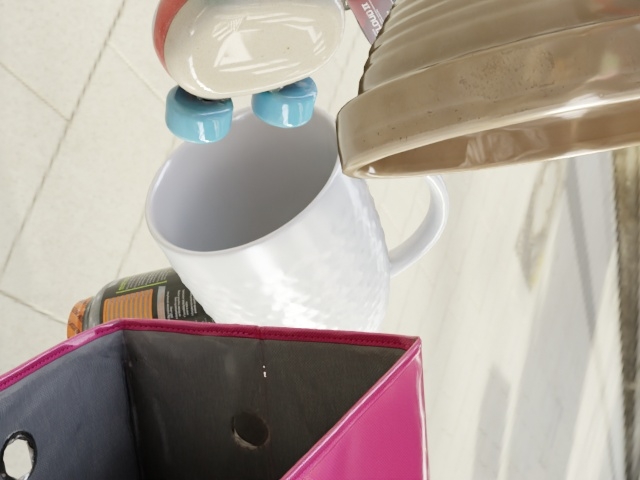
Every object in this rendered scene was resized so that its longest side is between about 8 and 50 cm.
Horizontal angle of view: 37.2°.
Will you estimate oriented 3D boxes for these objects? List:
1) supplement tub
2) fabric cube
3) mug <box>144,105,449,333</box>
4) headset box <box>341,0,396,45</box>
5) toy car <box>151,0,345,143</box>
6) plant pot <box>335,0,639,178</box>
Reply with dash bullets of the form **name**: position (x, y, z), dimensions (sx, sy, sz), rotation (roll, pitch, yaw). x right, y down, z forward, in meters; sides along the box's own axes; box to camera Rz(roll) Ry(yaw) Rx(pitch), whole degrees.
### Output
- **supplement tub**: position (-0.240, 0.139, 1.558), dimensions (0.193, 0.315, 0.194), rotation (-12, 90, -73)
- **fabric cube**: position (-0.084, 0.213, 0.601), dimensions (0.254, 0.259, 0.258), rotation (-32, 120, -61)
- **mug**: position (0.000, 0.000, 1.300), dimensions (0.328, 0.374, 0.276), rotation (62, 2, -42)
- **headset box**: position (0.165, -0.480, 1.695), dimensions (0.110, 0.293, 0.218), rotation (56, 19, -29)
- **toy car**: position (-0.111, -0.267, 1.035), dimensions (0.210, 0.238, 0.219), rotation (-15, 137, -30)
- **plant pot**: position (0.118, -0.102, 0.462), dimensions (0.237, 0.237, 0.110), rotation (-5, 85, -66)
